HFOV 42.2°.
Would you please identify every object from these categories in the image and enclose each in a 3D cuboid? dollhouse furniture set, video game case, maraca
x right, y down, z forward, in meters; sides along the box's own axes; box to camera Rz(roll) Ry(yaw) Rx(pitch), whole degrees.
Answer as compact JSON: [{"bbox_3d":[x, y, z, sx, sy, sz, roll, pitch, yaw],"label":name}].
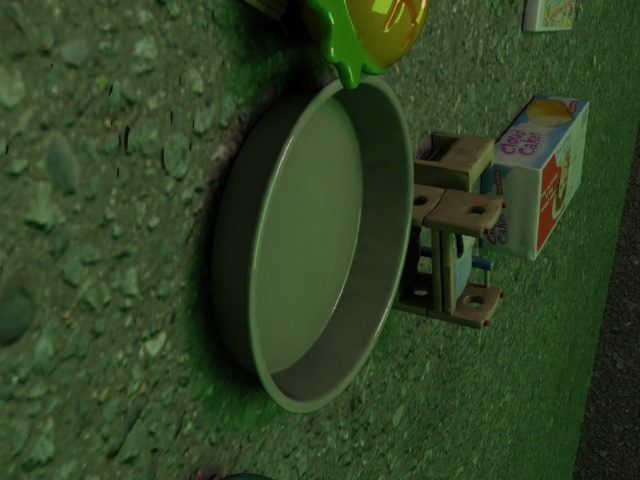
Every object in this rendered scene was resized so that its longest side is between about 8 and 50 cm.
[{"bbox_3d":[0.155,-0.017,0.924,0.183,0.129,0.129,-48,141,-44],"label":"dollhouse furniture set"},{"bbox_3d":[0.366,-0.428,1.276,0.227,0.026,0.206,-25,123,-58],"label":"video game case"},{"bbox_3d":[0.028,-0.184,0.630,0.127,0.099,0.185,69,27,-20],"label":"maraca"}]

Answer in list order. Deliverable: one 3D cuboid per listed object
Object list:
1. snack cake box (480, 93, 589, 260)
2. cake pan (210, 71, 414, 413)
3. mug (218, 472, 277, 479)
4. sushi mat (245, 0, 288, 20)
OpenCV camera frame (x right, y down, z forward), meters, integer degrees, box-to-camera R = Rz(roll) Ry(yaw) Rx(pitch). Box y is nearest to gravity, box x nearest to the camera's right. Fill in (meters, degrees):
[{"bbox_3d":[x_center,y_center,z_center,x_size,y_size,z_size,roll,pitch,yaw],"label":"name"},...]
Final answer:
[{"bbox_3d":[0.332,-0.104,1.278,0.264,0.089,0.152,-45,140,-47],"label":"snack cake box"},{"bbox_3d":[0.000,0.000,0.716,0.293,0.054,0.293,-34,130,-54],"label":"cake pan"},{"bbox_3d":[-0.067,0.258,0.647,0.158,0.097,0.129,-42,137,-48],"label":"mug"},{"bbox_3d":[-0.086,-0.250,0.485,0.316,0.019,0.151,10,93,-63],"label":"sushi mat"}]
